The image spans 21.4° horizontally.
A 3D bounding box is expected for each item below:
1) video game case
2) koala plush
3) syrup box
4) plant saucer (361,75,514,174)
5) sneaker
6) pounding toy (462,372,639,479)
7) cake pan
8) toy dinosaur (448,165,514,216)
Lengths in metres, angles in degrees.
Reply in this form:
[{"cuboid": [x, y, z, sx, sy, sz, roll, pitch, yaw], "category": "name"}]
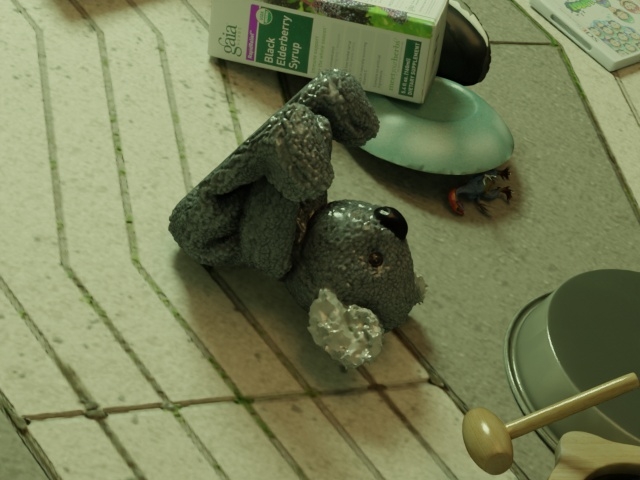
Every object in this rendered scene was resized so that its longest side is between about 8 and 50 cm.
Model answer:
[{"cuboid": [0.357, -0.274, 2.119, 0.157, 0.019, 0.143, -22, 57, -44], "category": "video game case"}, {"cuboid": [0.000, 0.000, 1.503, 0.221, 0.203, 0.196, 48, 26, -4], "category": "koala plush"}, {"cuboid": [0.008, -0.226, 1.764, 0.236, 0.093, 0.096, 13, 33, 8], "category": "syrup box"}, {"cuboid": [0.112, -0.134, 1.772, 0.195, 0.037, 0.195, 9, 31, -5], "category": "plant saucer"}, {"cuboid": [0.051, -0.237, 1.861, 0.283, 0.107, 0.124, 36, 49, 24], "category": "sneaker"}, {"cuboid": [0.249, 0.214, 1.369, 0.269, 0.155, 0.154, 14, 34, -13], "category": "pounding toy"}, {"cuboid": [0.316, 0.132, 1.587, 0.293, 0.054, 0.293, 15, 38, -12], "category": "cake pan"}, {"cuboid": [0.160, -0.050, 1.747, 0.082, 0.047, 0.090, -8, 14, -23], "category": "toy dinosaur"}]
